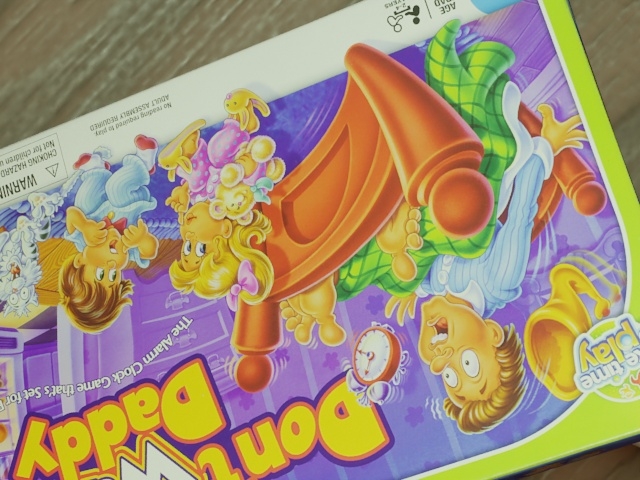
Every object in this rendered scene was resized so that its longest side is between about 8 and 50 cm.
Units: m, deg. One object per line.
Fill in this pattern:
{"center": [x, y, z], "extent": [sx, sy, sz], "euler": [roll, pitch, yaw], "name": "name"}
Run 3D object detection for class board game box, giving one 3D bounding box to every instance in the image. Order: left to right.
{"center": [-0.013, 0.027, 0.666], "extent": [0.347, 0.078, 0.233], "euler": [-21, 75, 13], "name": "board game box"}

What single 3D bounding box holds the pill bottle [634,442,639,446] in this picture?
{"center": [0.305, 0.090, 0.713], "extent": [0.278, 0.162, 0.162], "euler": [20, 88, -3], "name": "pill bottle"}
